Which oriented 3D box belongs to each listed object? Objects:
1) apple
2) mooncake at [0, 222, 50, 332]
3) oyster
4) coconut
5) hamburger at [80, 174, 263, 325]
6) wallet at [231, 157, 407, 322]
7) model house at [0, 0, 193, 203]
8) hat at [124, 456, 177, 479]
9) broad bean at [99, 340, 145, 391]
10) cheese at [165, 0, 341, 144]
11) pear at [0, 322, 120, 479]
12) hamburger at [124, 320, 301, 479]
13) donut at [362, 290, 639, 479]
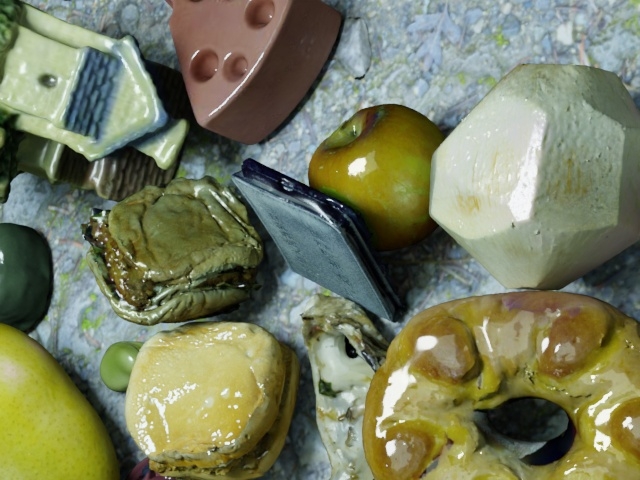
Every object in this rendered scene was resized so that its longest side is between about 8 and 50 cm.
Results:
[{"bbox_3d":[0.068,-0.075,1.526,0.163,0.147,0.146,19,61,45],"label":"apple"},{"bbox_3d":[-0.449,0.049,1.875,0.175,0.104,0.168,-51,54,11],"label":"mooncake"},{"bbox_3d":[0.043,0.208,1.553,0.166,0.094,0.295,3,93,51],"label":"oyster"},{"bbox_3d":[0.223,-0.060,1.406,0.236,0.197,0.237,-7,79,41],"label":"coconut"},{"bbox_3d":[-0.172,0.026,1.654,0.183,0.206,0.130,54,148,38],"label":"hamburger"},{"bbox_3d":[-0.001,0.002,1.533,0.167,0.222,0.036,26,69,32],"label":"wallet"},{"bbox_3d":[-0.301,-0.137,1.697,0.266,0.321,0.261,18,92,-7],"label":"model house"},{"bbox_3d":[-0.188,0.351,1.663,0.205,0.089,0.206,-7,78,32],"label":"hat"},{"bbox_3d":[-0.247,0.157,1.762,0.083,0.045,0.063,-29,79,34],"label":"broad bean"},{"bbox_3d":[-0.069,-0.244,1.671,0.177,0.128,0.203,-27,64,24],"label":"cheese"},{"bbox_3d":[-0.413,0.246,1.715,0.336,0.285,0.285,14,90,32],"label":"pear"},{"bbox_3d":[-0.128,0.183,1.615,0.213,0.108,0.214,-18,49,22],"label":"hamburger"},{"bbox_3d":[0.208,0.187,1.376,0.317,0.150,0.299,40,98,20],"label":"donut"}]
